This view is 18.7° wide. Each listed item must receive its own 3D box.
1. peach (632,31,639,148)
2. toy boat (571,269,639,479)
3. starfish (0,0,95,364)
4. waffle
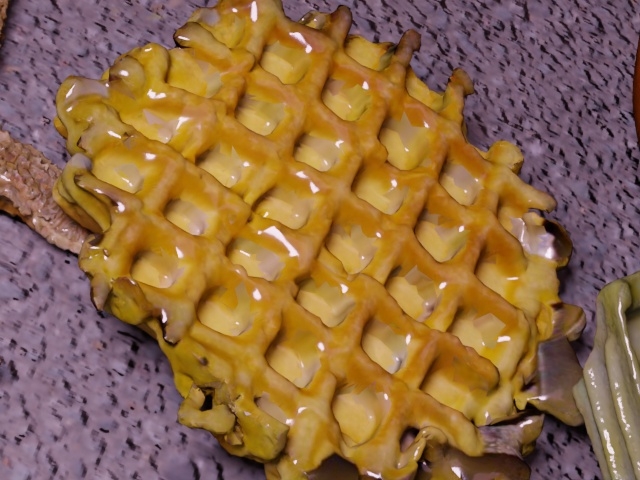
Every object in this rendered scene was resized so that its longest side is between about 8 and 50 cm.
[{"bbox_3d":[0.335,-0.072,1.084,0.342,0.343,0.302,30,93,-1],"label":"peach"},{"bbox_3d":[0.212,0.146,0.993,0.111,0.084,0.276,-17,78,-32],"label":"toy boat"},{"bbox_3d":[-0.216,-0.073,0.997,0.299,0.060,0.302,-27,80,-50],"label":"starfish"},{"bbox_3d":[0.005,0.010,1.020,0.329,0.062,0.329,16,55,-24],"label":"waffle"}]
